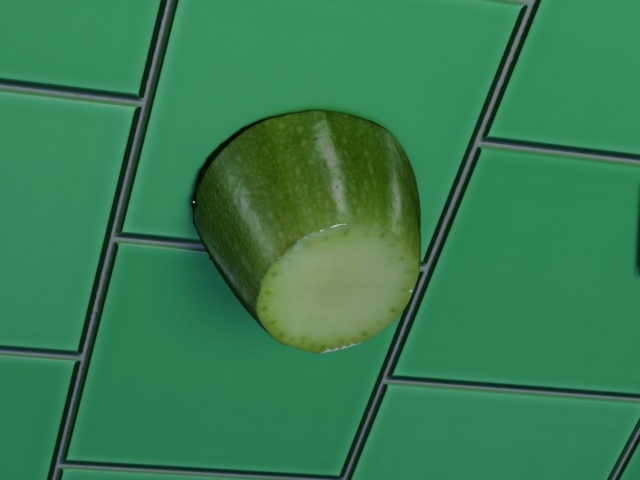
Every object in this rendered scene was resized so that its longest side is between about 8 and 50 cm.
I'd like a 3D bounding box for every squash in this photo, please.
[{"bbox_3d":[0.000,0.000,1.252,0.170,0.123,0.170,-9,129,-11],"label":"squash"}]
